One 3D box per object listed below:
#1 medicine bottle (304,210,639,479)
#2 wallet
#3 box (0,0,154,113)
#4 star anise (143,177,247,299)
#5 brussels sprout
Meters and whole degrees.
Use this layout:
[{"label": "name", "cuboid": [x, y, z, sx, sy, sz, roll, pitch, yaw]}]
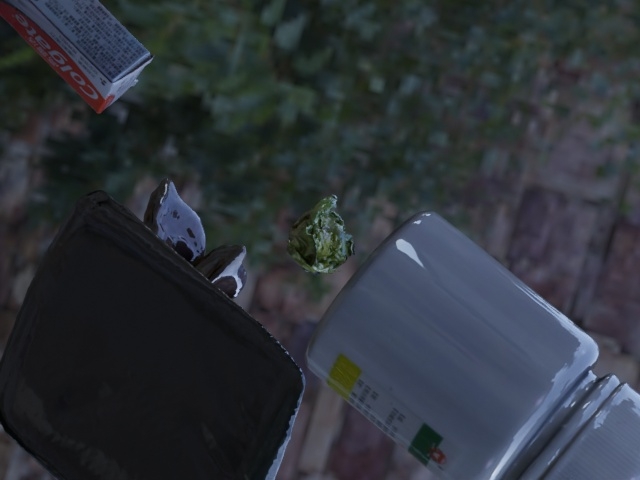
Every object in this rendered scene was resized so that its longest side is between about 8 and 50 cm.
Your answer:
[{"label": "medicine bottle", "cuboid": [0.172, 0.149, 1.896, 0.208, 0.339, 0.208, -48, 169, -13]}, {"label": "wallet", "cuboid": [-0.102, 0.092, 1.123, 0.052, 0.245, 0.169, 10, 109, -44]}, {"label": "box", "cuboid": [-0.207, -0.180, 1.275, 0.039, 0.218, 0.055, -45, -179, -28]}, {"label": "star anise", "cuboid": [-0.115, 0.066, 1.569, 0.073, 0.197, 0.212, -21, 131, -46]}, {"label": "brussels sprout", "cuboid": [0.000, 0.000, 1.835, 0.085, 0.058, 0.085, 2, 88, -50]}]
